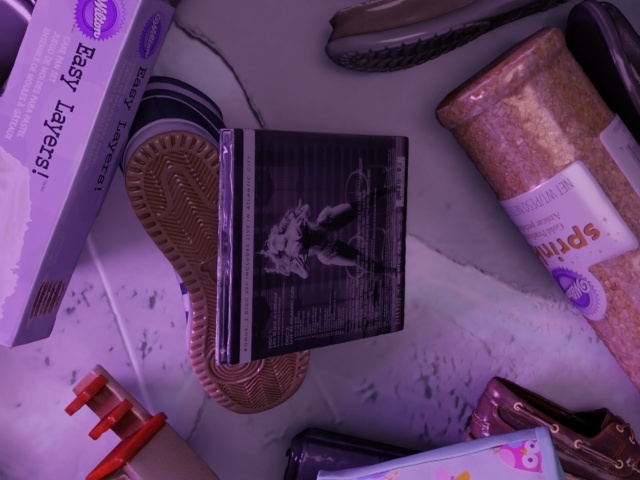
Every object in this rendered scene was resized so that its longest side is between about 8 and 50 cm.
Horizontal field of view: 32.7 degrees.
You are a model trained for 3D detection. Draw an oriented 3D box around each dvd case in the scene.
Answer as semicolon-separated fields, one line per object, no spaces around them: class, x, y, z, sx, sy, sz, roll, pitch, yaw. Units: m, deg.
dvd case;0.000;0.000;0.834;0.018;0.221;0.165;5;96;37

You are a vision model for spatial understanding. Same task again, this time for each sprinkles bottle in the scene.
sprinkles bottle;0.240;0.003;0.878;0.121;0.121;0.355;-37;96;0

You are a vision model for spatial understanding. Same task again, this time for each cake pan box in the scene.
cake pan box;-0.256;-0.094;0.746;0.245;0.070;0.267;24;96;6

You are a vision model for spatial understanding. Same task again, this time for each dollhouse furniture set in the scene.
dollhouse furniture set;-0.211;0.235;0.815;0.135;0.262;0.259;44;57;-4

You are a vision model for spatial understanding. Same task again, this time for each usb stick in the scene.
usb stick;0.103;0.220;0.923;0.278;0.045;0.077;13;97;-6

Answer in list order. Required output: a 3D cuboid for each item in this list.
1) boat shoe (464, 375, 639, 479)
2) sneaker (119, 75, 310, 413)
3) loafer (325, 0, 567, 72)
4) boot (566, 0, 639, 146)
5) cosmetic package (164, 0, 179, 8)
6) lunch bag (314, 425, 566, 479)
boat shoe;0.227;0.175;0.914;0.207;0.073;0.073;19;95;-6
sneaker;-0.088;0.000;0.877;0.099;0.153;0.282;-21;126;-5
loafer;0.114;-0.208;0.875;0.251;0.094;0.087;-22;86;-8
boot;0.350;-0.138;0.902;0.229;0.091;0.263;-37;100;-6
cosmetic package;-0.231;-0.228;0.837;0.238;0.107;0.127;35;92;-3
lunch bag;0.106;0.280;0.840;0.223;0.160;0.262;-15;106;12
